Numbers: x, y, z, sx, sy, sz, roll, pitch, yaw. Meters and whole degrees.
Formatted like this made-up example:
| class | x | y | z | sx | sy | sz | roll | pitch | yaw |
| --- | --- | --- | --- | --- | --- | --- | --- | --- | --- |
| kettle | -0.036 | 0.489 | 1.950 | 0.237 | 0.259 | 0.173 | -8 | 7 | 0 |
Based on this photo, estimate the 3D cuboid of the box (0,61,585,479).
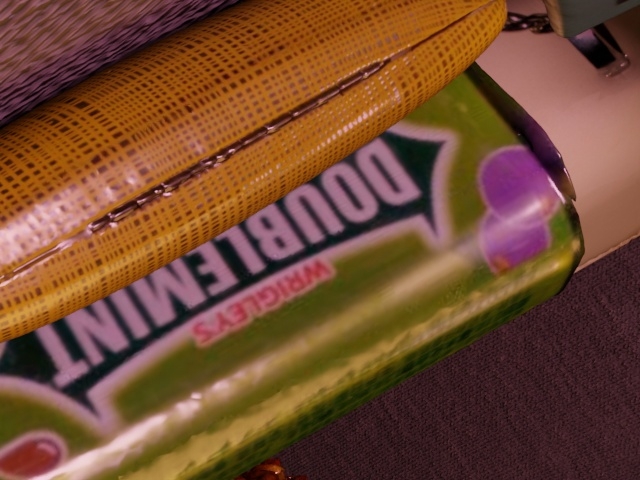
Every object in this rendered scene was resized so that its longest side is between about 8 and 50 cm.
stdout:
| class | x | y | z | sx | sy | sz | roll | pitch | yaw |
| --- | --- | --- | --- | --- | --- | --- | --- | --- | --- |
| box | -0.076 | 0.035 | 0.550 | 0.345 | 0.134 | 0.097 | -27 | 156 | -19 |

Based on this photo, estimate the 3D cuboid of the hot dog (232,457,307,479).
| class | x | y | z | sx | sy | sz | roll | pitch | yaw |
| --- | --- | --- | --- | --- | --- | --- | --- | --- | --- |
| hot dog | -0.031 | 0.140 | 0.695 | 0.102 | 0.076 | 0.249 | -23 | 165 | 6 |

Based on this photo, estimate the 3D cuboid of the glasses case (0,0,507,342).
| class | x | y | z | sx | sy | sz | roll | pitch | yaw |
| --- | --- | --- | --- | --- | --- | --- | --- | --- | --- |
| glasses case | -0.042 | -0.033 | 0.494 | 0.234 | 0.064 | 0.079 | -31 | -163 | -22 |

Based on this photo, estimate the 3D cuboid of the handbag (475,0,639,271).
| class | x | y | z | sx | sy | sz | roll | pitch | yaw |
| --- | --- | --- | --- | --- | --- | --- | --- | --- | --- |
| handbag | 0.000 | 0.000 | 0.764 | 0.358 | 0.160 | 0.237 | -29 | 170 | -20 |

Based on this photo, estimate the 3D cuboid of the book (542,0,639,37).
| class | x | y | z | sx | sy | sz | roll | pitch | yaw |
| --- | --- | --- | --- | --- | --- | --- | --- | --- | --- |
| book | 0.218 | -0.166 | 0.372 | 0.379 | 0.031 | 0.264 | -24 | 169 | 9 |
